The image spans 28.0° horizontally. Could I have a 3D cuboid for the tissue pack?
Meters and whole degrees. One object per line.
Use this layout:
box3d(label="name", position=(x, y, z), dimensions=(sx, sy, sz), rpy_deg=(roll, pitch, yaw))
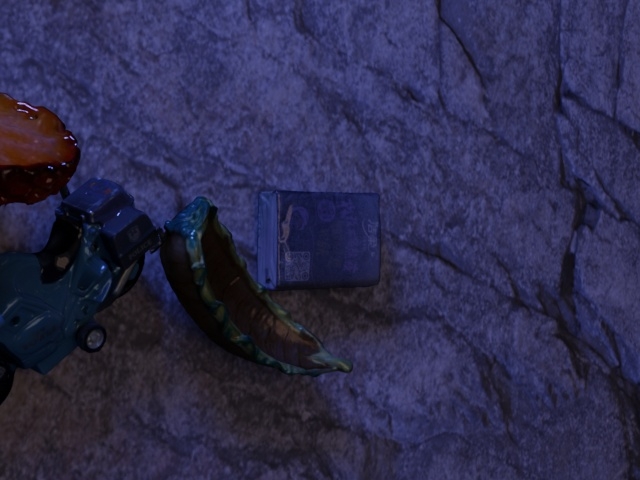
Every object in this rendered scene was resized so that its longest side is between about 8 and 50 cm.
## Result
box3d(label="tissue pack", position=(0.000, 0.000, 1.472), dimensions=(0.156, 0.051, 0.112), rpy_deg=(0, 90, -39))

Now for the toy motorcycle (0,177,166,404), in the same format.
box3d(label="toy motorcycle", position=(-0.273, 0.035, 1.221), dimensions=(0.272, 0.124, 0.182), rpy_deg=(-44, 135, -29))

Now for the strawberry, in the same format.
box3d(label="strawberry", position=(-0.341, -0.067, 1.143), dimensions=(0.237, 0.190, 0.111), rpy_deg=(12, 124, -19))

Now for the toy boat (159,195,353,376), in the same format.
box3d(label="toy boat", position=(-0.078, 0.071, 1.370), dimensions=(0.293, 0.099, 0.108), rpy_deg=(50, 28, -37))
